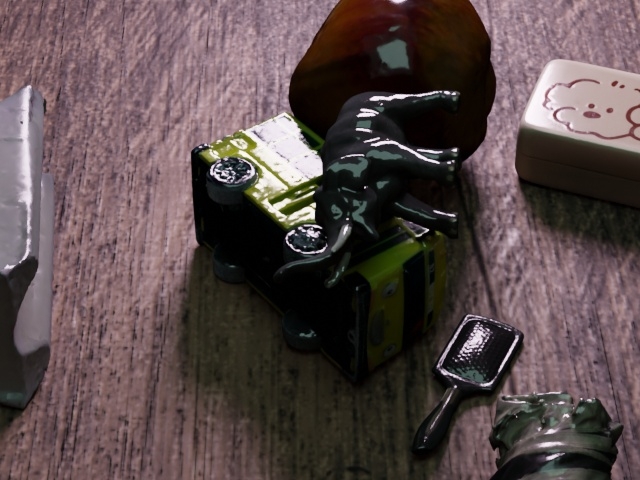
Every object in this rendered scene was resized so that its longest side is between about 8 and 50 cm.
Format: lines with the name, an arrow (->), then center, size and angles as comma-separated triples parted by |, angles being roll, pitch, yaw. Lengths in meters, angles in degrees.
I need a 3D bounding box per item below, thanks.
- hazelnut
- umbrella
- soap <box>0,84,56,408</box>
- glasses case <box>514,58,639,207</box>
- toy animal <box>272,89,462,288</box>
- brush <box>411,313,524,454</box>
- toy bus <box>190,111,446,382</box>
hazelnut -> 0.071, -0.165, 1.682 | 0.217, 0.217, 0.251 | 13, 20, 13
umbrella -> 0.160, 0.276, 1.300 | 0.113, 0.106, 0.357 | 5, 48, 19
soap -> -0.383, 0.003, 1.545 | 0.258, 0.159, 0.302 | -4, 40, -3
glasses case -> 0.380, -0.094, 1.722 | 0.336, 0.076, 0.144 | 13, 42, 14
toy animal -> 0.057, -0.045, 1.464 | 0.137, 0.082, 0.269 | 7, 42, 12
brush -> 0.127, 0.131, 1.505 | 0.063, 0.016, 0.193 | 17, 43, 19
toy bus -> 0.000, 0.000, 1.570 | 0.150, 0.128, 0.262 | -27, 48, -28
